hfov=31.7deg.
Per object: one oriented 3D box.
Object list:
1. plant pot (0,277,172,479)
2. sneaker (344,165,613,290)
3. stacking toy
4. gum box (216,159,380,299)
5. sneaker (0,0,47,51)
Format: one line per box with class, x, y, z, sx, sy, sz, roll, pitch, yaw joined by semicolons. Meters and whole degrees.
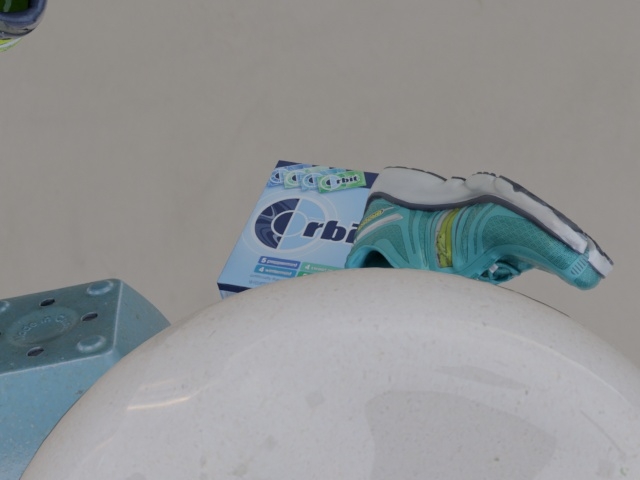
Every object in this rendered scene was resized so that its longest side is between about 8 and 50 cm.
plant pot;-0.240;0.185;1.100;0.247;0.248;0.252;-11;117;0
sneaker;0.120;0.014;0.911;0.107;0.275;0.110;38;74;-29
stacking toy;0.006;0.169;0.687;0.350;0.480;0.351;0;95;-5
gum box;0.000;0.000;1.173;0.157;0.184;0.041;8;139;18
sneaker;-0.330;-0.265;0.889;0.300;0.121;0.111;37;72;-33
